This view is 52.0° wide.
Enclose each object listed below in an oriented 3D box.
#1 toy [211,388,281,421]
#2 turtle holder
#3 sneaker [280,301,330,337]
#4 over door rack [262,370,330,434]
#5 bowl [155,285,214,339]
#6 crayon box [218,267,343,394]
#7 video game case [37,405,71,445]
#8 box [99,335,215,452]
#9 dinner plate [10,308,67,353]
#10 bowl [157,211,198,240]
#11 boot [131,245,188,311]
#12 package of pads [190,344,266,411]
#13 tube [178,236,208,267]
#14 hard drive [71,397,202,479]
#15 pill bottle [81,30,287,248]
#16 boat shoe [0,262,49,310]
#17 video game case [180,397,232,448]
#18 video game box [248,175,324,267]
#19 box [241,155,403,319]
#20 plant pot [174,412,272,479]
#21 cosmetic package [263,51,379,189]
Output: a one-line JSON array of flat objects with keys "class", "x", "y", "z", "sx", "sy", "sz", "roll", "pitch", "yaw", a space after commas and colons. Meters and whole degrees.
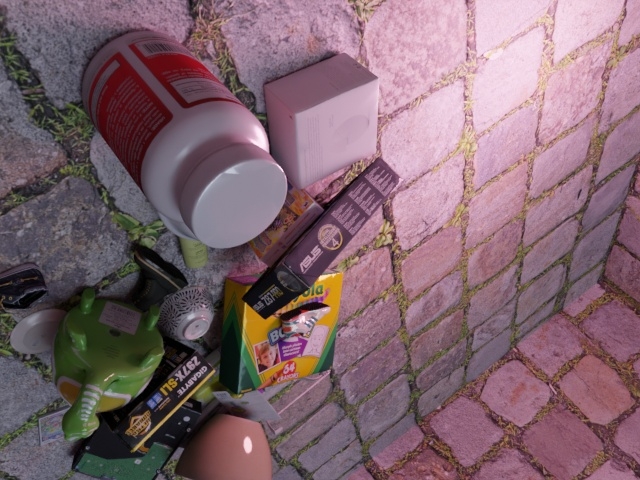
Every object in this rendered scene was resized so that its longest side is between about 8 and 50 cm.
[{"class": "toy", "x": -0.216, "y": 0.478, "z": 1.963, "sx": 0.137, "sy": 0.056, "sz": 0.237, "roll": -9, "pitch": 145, "yaw": 13}, {"class": "turtle holder", "x": -0.481, "y": 0.289, "z": 1.480, "sx": 0.243, "sy": 0.320, "sz": 0.227, "roll": 8, "pitch": 123, "yaw": -41}, {"class": "sneaker", "x": -0.041, "y": 0.226, "z": 1.850, "sx": 0.161, "sy": 0.057, "sz": 0.075, "roll": -16, "pitch": 113, "yaw": -35}, {"class": "over door rack", "x": -0.097, "y": 0.432, "z": 2.152, "sx": 0.324, "sy": 0.108, "sz": 0.239, "roll": -43, "pitch": 139, "yaw": -36}, {"class": "bowl", "x": -0.346, "y": 0.211, "z": 1.745, "sx": 0.170, "sy": 0.080, "sz": 0.170, "roll": -26, "pitch": 142, "yaw": -23}, {"class": "crayon box", "x": -0.109, "y": 0.249, "z": 1.904, "sx": 0.363, "sy": 0.106, "sz": 0.313, "roll": -6, "pitch": 108, "yaw": -42}, {"class": "video game case", "x": -0.706, "y": 0.494, "z": 1.751, "sx": 0.087, "sy": 0.011, "sz": 0.122, "roll": -16, "pitch": 138, "yaw": -34}, {"class": "box", "x": -0.418, "y": 0.365, "z": 1.618, "sx": 0.257, "sy": 0.322, "sz": 0.079, "roll": -43, "pitch": 106, "yaw": -21}, {"class": "dinner plate", "x": -0.639, "y": 0.214, "z": 1.511, "sx": 0.141, "sy": 0.017, "sz": 0.141, "roll": -25, "pitch": 143, "yaw": -21}, {"class": "bowl", "x": -0.203, "y": -0.107, "z": 1.449, "sx": 0.298, "sy": 0.134, "sz": 0.297, "roll": -26, "pitch": 132, "yaw": -32}, {"class": "boot", "x": -0.418, "y": 0.103, "z": 1.567, "sx": 0.137, "sy": 0.077, "sz": 0.198, "roll": -37, "pitch": 145, "yaw": 1}, {"class": "package of pads", "x": -0.304, "y": 0.458, "z": 2.038, "sx": 0.229, "sy": 0.101, "sz": 0.296, "roll": -40, "pitch": 145, "yaw": -7}, {"class": "tube", "x": -0.306, "y": -0.040, "z": 1.536, "sx": 0.070, "sy": 0.062, "sz": 0.240, "roll": -72, "pitch": 167, "yaw": -49}, {"class": "hard drive", "x": -0.522, "y": 0.554, "z": 1.867, "sx": 0.237, "sy": 0.064, "sz": 0.339, "roll": 28, "pitch": 108, "yaw": -22}, {"class": "pill bottle", "x": -0.236, "y": -0.177, "z": 1.140, "sx": 0.229, "sy": 0.407, "sz": 0.229, "roll": -26, "pitch": 143, "yaw": -22}, {"class": "boat shoe", "x": -0.650, "y": 0.115, "z": 1.331, "sx": 0.183, "sy": 0.083, "sz": 0.065, "roll": -28, "pitch": 143, "yaw": -21}, {"class": "video game case", "x": -0.333, "y": 0.567, "z": 2.013, "sx": 0.201, "sy": 0.023, "sz": 0.183, "roll": -45, "pitch": 146, "yaw": 0}, {"class": "video game box", "x": -0.109, "y": -0.062, "z": 1.576, "sx": 0.187, "sy": 0.205, "sz": 0.048, "roll": -49, "pitch": 131, "yaw": 7}, {"class": "box", "x": 0.000, "y": 0.000, "z": 1.615, "sx": 0.395, "sy": 0.097, "sz": 0.318, "roll": -48, "pitch": -174, "yaw": -29}, {"class": "plant pot", "x": -0.263, "y": 0.615, "z": 1.919, "sx": 0.284, "sy": 0.284, "sz": 0.190, "roll": 43, "pitch": 56, "yaw": -56}, {"class": "cosmetic package", "x": 0.003, "y": -0.275, "z": 1.515, "sx": 0.225, "sy": 0.138, "sz": 0.224, "roll": -29, "pitch": 143, "yaw": -22}]
